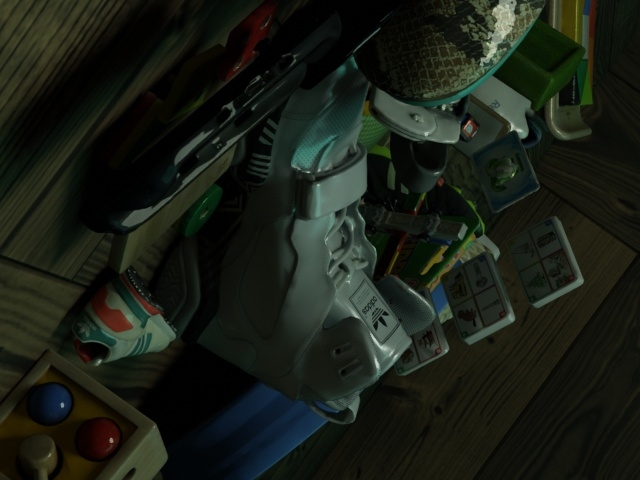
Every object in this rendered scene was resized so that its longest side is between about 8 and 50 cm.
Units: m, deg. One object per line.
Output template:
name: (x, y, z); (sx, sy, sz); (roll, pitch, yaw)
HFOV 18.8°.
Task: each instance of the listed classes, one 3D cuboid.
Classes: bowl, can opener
bowl: (-0.019, 0.127, 2.013); (0.391, 0.077, 0.391); (-40, -176, 4)
can opener: (0.079, -0.161, 1.537); (0.093, 0.074, 0.280); (120, -14, -45)

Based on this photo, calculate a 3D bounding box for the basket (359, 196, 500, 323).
basket: (0.107, 0.016, 2.296); (0.103, 0.167, 0.113); (-33, 157, -48)

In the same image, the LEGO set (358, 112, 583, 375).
LEGO set: (0.125, -0.003, 1.735); (0.182, 0.244, 0.060); (-30, 138, 14)

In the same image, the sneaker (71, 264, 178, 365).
sneaker: (-0.163, 0.068, 1.551); (0.075, 0.057, 0.161); (-36, 169, -6)

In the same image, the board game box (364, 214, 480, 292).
board game box: (0.034, 0.022, 1.864); (0.259, 0.039, 0.124); (1, -139, 49)

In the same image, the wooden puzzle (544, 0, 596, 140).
wooden puzzle: (0.289, -0.237, 2.227); (0.221, 0.044, 0.239); (-18, 105, -74)

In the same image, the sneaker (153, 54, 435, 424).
sneaker: (0.011, -0.010, 1.602); (0.137, 0.210, 0.366); (-41, 164, -52)

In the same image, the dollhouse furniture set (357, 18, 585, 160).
dollhouse furniture set: (0.098, -0.104, 1.862); (0.301, 0.151, 0.197); (-40, 163, -53)

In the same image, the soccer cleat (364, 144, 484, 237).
soccer cleat: (0.092, -0.041, 1.997); (0.072, 0.179, 0.060); (-40, 144, -22)

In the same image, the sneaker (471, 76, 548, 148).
sneaker: (0.211, -0.161, 2.229); (0.111, 0.129, 0.297); (-40, 175, 24)

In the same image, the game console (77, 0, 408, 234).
game console: (-0.011, -0.129, 1.214); (0.361, 0.044, 0.213); (-44, 179, -34)

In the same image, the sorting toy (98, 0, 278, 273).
sorting toy: (-0.105, -0.067, 1.338); (0.132, 0.046, 0.274); (-47, 168, -33)

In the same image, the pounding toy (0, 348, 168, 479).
pounding toy: (-0.199, 0.176, 1.473); (0.141, 0.130, 0.100); (-50, 159, -19)

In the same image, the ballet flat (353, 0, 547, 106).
ballet flat: (0.151, -0.318, 1.473); (0.483, 0.164, 0.182); (-54, 150, -33)
